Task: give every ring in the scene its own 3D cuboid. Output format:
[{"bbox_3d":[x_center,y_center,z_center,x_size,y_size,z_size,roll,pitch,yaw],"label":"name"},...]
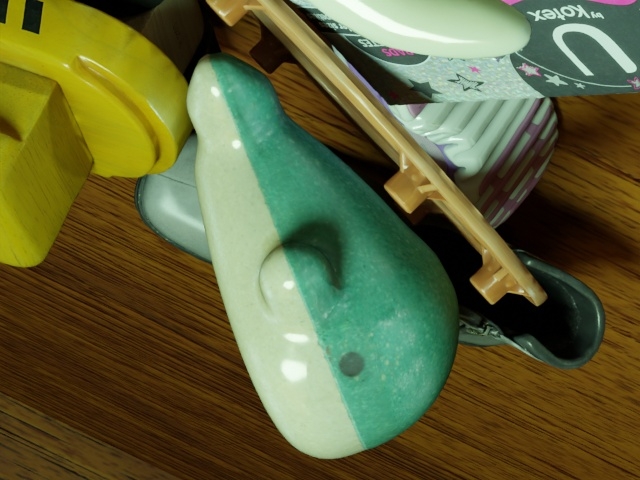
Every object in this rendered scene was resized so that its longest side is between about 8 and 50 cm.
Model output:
[{"bbox_3d":[0.010,-0.078,1.128,0.336,0.032,0.336,47,-179,-1],"label":"ring"}]

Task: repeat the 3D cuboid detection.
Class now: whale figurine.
[{"bbox_3d":[0.000,0.000,1.213,0.216,0.141,0.272,-108,-1,-84],"label":"whale figurine"}]

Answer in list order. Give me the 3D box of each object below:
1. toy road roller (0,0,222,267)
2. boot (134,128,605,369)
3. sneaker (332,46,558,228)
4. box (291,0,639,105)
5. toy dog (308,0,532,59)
[{"bbox_3d":[-0.239,-0.133,1.285,0.329,0.241,0.202,19,157,15],"label":"toy road roller"},{"bbox_3d":[0.034,-0.004,1.391,0.338,0.118,0.223,16,179,-8],"label":"boot"},{"bbox_3d":[0.078,-0.093,1.252,0.104,0.095,0.236,29,169,35],"label":"sneaker"},{"bbox_3d":[0.112,-0.168,0.929,0.247,0.163,0.142,0,146,48],"label":"box"},{"bbox_3d":[0.097,-0.228,0.580,0.408,0.284,0.395,2,114,29],"label":"toy dog"}]
